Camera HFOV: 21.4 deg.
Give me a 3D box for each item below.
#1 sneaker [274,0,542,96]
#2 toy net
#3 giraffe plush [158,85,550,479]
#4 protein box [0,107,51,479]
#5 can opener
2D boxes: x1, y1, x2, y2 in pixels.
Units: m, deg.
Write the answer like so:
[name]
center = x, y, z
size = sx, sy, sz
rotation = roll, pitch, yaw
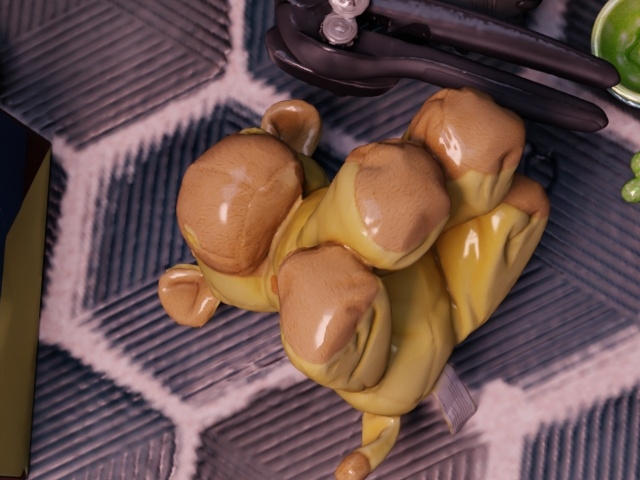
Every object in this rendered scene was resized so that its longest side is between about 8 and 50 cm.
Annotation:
[sneaker]
center = 0.100, -0.165, 0.925
size = 0.267, 0.101, 0.106
rotation = -19, 92, 12
[toy net]
center = 0.265, -0.094, 0.898
size = 0.232, 0.045, 0.122
rotation = -13, 78, 7
[giraffe plush]
center = 0.000, 0.000, 0.874
size = 0.170, 0.210, 0.181
rotation = 33, 58, 29
[protein box]
center = -0.268, 0.027, 0.918
size = 0.201, 0.136, 0.199
rotation = 1, 81, 9
[can opener]
center = 0.063, -0.099, 0.874
size = 0.186, 0.073, 0.059
rotation = 11, 84, 3
